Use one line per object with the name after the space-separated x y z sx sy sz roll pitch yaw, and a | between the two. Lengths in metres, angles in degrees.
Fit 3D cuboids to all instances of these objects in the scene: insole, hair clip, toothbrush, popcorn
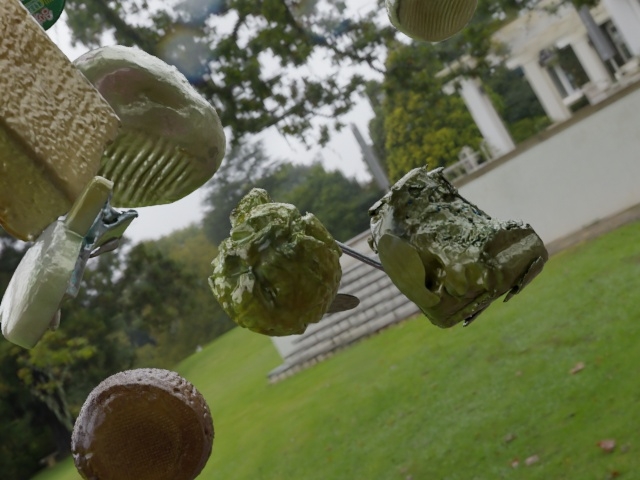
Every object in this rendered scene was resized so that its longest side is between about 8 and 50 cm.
-0.006 0.112 1.502 0.193 0.006 0.065 5 -37 -37 | insole
-0.233 0.012 0.790 0.159 0.071 0.219 -49 15 31 | hair clip
0.000 0.000 1.769 0.029 0.353 0.024 -61 11 25 | toothbrush
-0.064 0.026 1.173 0.197 0.212 0.198 -23 -37 -18 | popcorn

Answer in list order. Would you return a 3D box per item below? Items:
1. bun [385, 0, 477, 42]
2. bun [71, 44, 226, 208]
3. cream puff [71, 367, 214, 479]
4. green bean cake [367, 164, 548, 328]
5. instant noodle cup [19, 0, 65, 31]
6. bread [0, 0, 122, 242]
0.241 -0.553 1.881 0.222 0.128 0.222 -8 -45 -8 | bun
-0.338 -0.202 1.509 0.360 0.213 0.361 5 -26 2 | bun
-0.380 0.417 1.820 0.303 0.303 0.212 -29 6 -12 | cream puff
0.233 0.005 1.577 0.202 0.310 0.285 -33 -10 -32 | green bean cake
-0.530 -0.364 1.272 0.207 0.207 0.232 -28 9 -41 | instant noodle cup
-0.335 -0.152 0.824 0.114 0.275 0.185 -27 31 23 | bread
